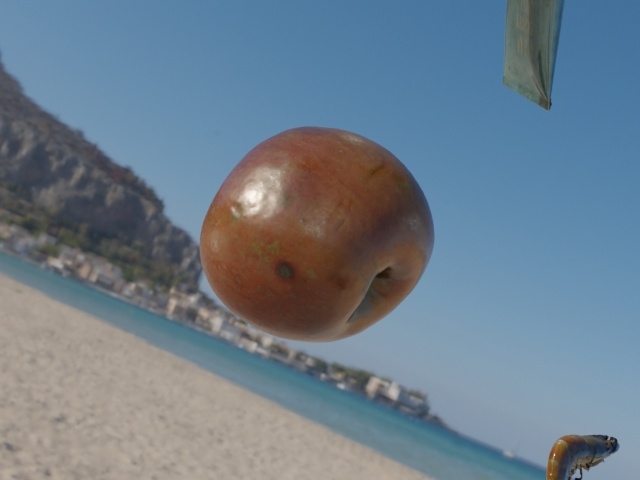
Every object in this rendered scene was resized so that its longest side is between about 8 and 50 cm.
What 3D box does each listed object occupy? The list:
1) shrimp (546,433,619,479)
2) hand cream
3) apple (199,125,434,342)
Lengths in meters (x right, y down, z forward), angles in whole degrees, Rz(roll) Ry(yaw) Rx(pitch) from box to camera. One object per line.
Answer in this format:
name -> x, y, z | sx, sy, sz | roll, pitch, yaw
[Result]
shrimp -> 0.241, 0.214, 0.914 | 0.025, 0.091, 0.127 | -6, 4, 45
hand cream -> 0.232, -0.304, 1.086 | 0.070, 0.312, 0.111 | -5, 24, -18
apple -> 0.000, 0.000, 1.109 | 0.253, 0.254, 0.253 | 22, -7, 3
